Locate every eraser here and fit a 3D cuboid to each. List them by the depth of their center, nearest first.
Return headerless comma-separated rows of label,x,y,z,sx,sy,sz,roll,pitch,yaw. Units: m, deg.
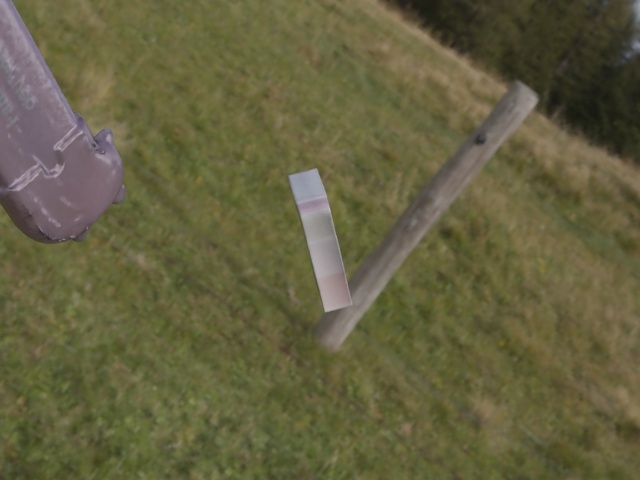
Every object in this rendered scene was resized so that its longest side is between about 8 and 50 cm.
eraser,0.000,0.000,0.866,0.065,0.026,0.105,-103,179,-57

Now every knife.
knife,-0.213,-0.131,0.615,0.038,0.132,0.399,27,-26,35
